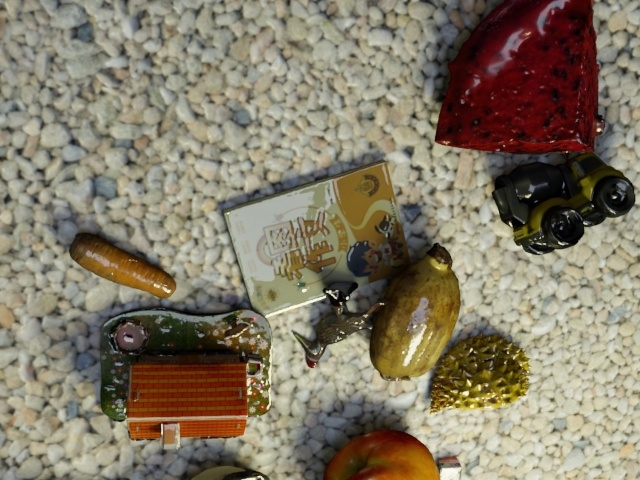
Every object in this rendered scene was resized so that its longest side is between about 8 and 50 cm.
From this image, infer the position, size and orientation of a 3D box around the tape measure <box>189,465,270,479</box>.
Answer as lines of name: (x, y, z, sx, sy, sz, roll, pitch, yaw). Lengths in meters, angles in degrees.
tape measure: (-0.151, 0.530, 1.516, 0.231, 0.133, 0.271, -33, 111, 4)

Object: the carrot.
carrot: (-0.318, 0.045, 1.383, 0.186, 0.060, 0.060, 29, 95, -20)

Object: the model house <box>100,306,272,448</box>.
model house: (-0.216, 0.231, 1.401, 0.294, 0.154, 0.207, 1, 105, -10)

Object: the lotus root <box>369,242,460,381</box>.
lotus root: (0.169, 0.126, 1.486, 0.145, 0.128, 0.260, 3, 109, -52)

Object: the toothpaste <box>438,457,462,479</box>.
toothpaste: (0.239, 0.519, 1.657, 0.047, 0.040, 0.196, 1, 103, -10)

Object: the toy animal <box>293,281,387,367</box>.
toy animal: (0.027, 0.150, 1.489, 0.105, 0.070, 0.202, 40, 115, 10)

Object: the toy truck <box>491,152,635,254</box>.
toy truck: (0.426, -0.080, 1.509, 0.224, 0.147, 0.165, -28, 87, -9)

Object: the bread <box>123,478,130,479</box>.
bread: (-0.386, 0.560, 1.376, 0.279, 0.315, 0.248, -20, 110, -19)

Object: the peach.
peach: (0.116, 0.461, 1.528, 0.243, 0.199, 0.243, -2, 93, -39)

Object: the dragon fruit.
dragon fruit: (0.385, -0.275, 1.391, 0.302, 0.240, 0.330, 2, 111, -34)

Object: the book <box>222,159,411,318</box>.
book: (0.000, 0.000, 1.475, 0.296, 0.020, 0.207, -19, 109, -9)

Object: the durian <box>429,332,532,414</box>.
durian: (0.302, 0.256, 1.583, 0.182, 0.165, 0.132, 11, 144, 6)
